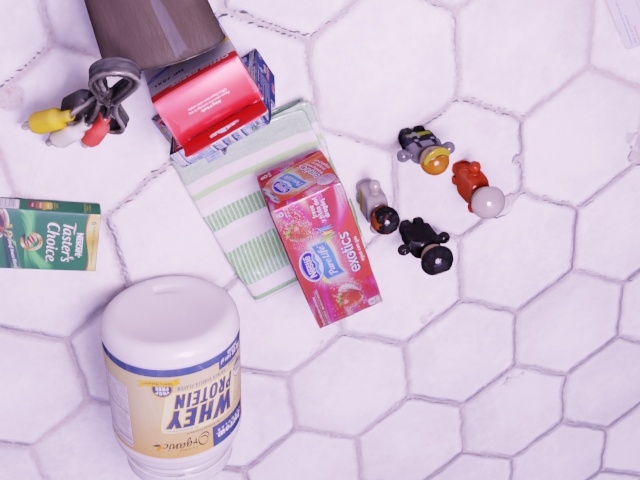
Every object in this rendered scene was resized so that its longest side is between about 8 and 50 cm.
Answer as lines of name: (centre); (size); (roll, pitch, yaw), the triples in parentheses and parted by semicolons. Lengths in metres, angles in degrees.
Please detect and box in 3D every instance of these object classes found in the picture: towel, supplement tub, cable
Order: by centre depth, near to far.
cable: (-0.304, -0.177, 1.155); (0.139, 0.287, 0.072); (12, 79, -36)
towel: (-0.071, -0.058, 1.414); (0.247, 0.038, 0.325); (-26, 125, -1)
supplement tub: (-0.250, 0.246, 1.427); (0.228, 0.228, 0.316); (-7, 123, -14)

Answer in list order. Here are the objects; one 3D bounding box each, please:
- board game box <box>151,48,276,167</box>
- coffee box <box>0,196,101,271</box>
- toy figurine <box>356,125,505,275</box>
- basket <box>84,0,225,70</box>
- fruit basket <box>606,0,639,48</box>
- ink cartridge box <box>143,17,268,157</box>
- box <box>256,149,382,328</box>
board game box: (-0.164, -0.180, 1.241); (0.194, 0.194, 0.060); (-25, 126, 16)
coffee box: (-0.446, -0.009, 1.317); (0.184, 0.040, 0.113); (4, 119, -21)
toy figurine: (0.184, -0.068, 1.425); (0.209, 0.148, 0.213); (35, 106, -32)
basket: (-0.246, -0.357, 1.095); (0.154, 0.204, 0.227); (-40, 125, -37)
fruit basket: (0.610, -0.467, 1.279); (0.352, 0.166, 0.327); (-13, 147, 29)
ink cartridge box: (-0.167, -0.220, 1.162); (0.134, 0.231, 0.078); (-30, 125, 1)
box: (0.000, 0.000, 1.373); (0.122, 0.128, 0.257); (-23, 125, -2)
